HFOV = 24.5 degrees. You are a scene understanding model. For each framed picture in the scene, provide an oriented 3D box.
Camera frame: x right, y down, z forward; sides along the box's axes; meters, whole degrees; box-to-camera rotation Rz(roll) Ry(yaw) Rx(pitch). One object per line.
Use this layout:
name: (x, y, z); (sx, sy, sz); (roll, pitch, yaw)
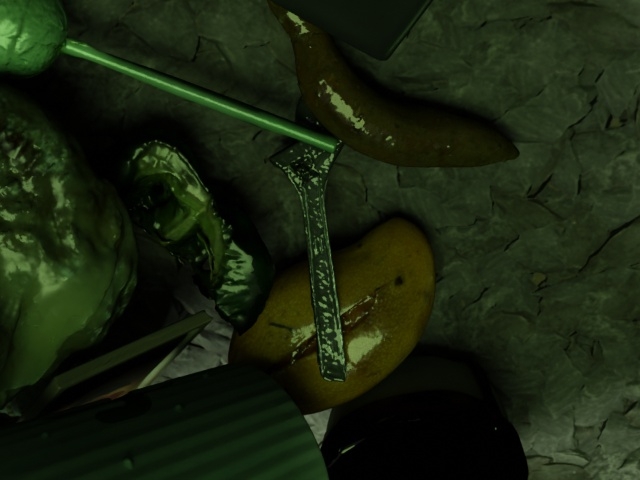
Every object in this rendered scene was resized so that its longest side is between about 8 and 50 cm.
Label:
framed picture: (-0.264, 0.177, 1.740); (0.020, 0.211, 0.289); (59, 144, 10)

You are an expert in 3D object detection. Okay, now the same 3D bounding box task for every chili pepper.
chili pepper: (-0.145, -0.018, 1.686); (0.148, 0.116, 0.264); (-35, 103, 28)

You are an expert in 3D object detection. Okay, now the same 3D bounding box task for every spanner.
spanner: (0.000, 0.000, 1.657); (0.093, 0.026, 0.325); (-7, 96, 1)

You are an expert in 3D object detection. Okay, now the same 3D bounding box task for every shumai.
shumai: (-0.411, 0.052, 1.578); (0.395, 0.348, 0.395); (21, 146, 15)

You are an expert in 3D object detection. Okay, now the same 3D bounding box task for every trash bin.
trash bin: (0.063, -0.312, 1.464); (0.165, 0.115, 0.225); (27, 124, -12)

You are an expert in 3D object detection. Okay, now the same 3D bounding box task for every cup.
cup: (-0.241, 0.299, 1.654); (0.392, 0.401, 0.310); (-18, 125, -34)

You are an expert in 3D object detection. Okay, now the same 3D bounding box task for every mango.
mango: (0.014, 0.098, 1.733); (0.295, 0.120, 0.177); (-37, 85, 23)

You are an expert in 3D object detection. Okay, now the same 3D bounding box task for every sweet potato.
sweet potato: (0.054, -0.151, 1.601); (0.346, 0.079, 0.108); (34, 86, -17)

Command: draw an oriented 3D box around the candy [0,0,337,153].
candy: (-0.186, -0.177, 1.577); (0.440, 0.119, 0.119); (20, 124, -9)

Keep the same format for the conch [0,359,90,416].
conch: (-0.373, 0.173, 1.850); (0.153, 0.102, 0.135); (13, 139, -5)

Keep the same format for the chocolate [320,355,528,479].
chocolate: (0.113, 0.267, 1.817); (0.283, 0.186, 0.283); (-4, 120, -8)
